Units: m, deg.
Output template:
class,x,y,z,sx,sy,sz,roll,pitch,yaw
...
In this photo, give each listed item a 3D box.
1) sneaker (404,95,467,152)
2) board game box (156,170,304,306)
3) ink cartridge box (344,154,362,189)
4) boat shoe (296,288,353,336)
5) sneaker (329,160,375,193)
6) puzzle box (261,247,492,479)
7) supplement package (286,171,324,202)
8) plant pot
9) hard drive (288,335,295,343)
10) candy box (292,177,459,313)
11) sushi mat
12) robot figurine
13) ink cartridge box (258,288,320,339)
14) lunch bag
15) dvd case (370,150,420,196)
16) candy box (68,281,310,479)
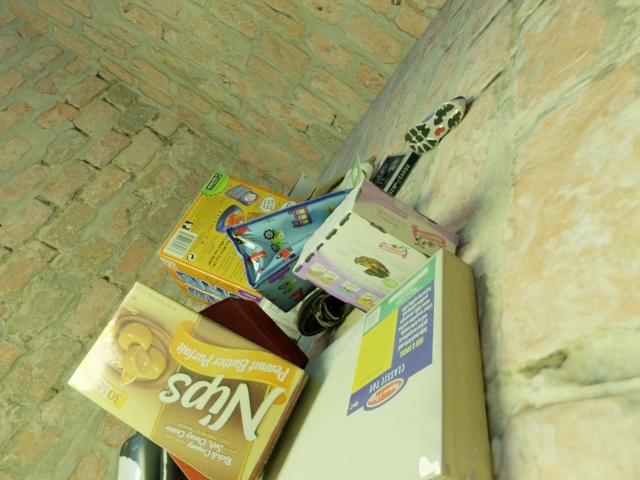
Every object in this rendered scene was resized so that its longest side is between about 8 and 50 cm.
class,x,y,z,sx,sy,sz,roll,pitch,yaw
sneaker,0.262,-0.258,0.911,0.071,0.068,0.170,-47,9,-37
board game box,-0.262,0.048,1.410,0.356,0.357,0.356,92,-158,-60
ink cartridge box,0.087,-0.102,1.126,0.171,0.056,0.234,-88,19,-62
boat shoe,0.015,0.138,0.837,0.219,0.078,0.070,-52,10,29
sneaker,0.111,-0.187,1.422,0.095,0.090,0.235,-47,2,-37
puzzle box,0.039,0.221,0.515,0.408,0.052,0.272,-51,11,39
supplement package,-0.071,-0.097,1.667,0.262,0.200,0.197,-46,16,53
plant pot,-0.175,0.259,0.797,0.236,0.267,0.267,-45,-13,-3
hard drive,-0.159,0.320,1.127,0.203,0.040,0.307,-42,10,-1
candy box,0.075,0.023,0.607,0.196,0.165,0.070,-47,16,51
sushi mat,0.066,-0.209,1.464,0.317,0.019,0.151,-33,-8,-33
robot figurine,-0.355,0.523,0.888,0.209,0.174,0.278,74,178,-47
ink cartridge box,-0.074,0.152,1.103,0.176,0.128,0.127,-59,9,3
lunch bag,0.000,0.000,0.814,0.294,0.138,0.221,-29,-24,-1
dvd case,0.173,-0.153,1.095,0.179,0.030,0.238,-58,10,5
candy box,-0.198,0.216,0.631,0.182,0.317,0.087,-62,-15,-16
